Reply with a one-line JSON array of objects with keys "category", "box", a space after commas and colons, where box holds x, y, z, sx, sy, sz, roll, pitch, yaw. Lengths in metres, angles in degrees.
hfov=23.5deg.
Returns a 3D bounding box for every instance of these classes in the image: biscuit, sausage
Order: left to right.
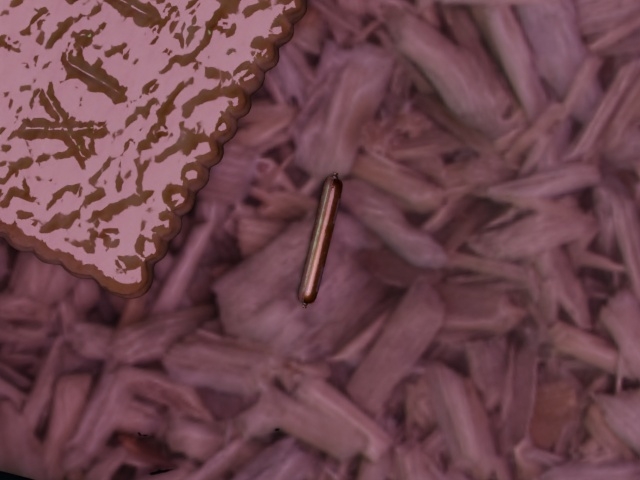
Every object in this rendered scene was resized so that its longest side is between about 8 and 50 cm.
[{"category": "biscuit", "box": [-0.142, -0.141, 1.072, 0.217, 0.044, 0.324, 28, 88, -6]}, {"category": "sausage", "box": [0.000, 0.000, 1.108, 0.015, 0.015, 0.100, 13, 90, -7]}]

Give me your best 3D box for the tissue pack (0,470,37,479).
[{"category": "tissue pack", "box": [-0.230, 0.251, 0.994, 0.287, 0.206, 0.198, 17, 89, -8]}]
